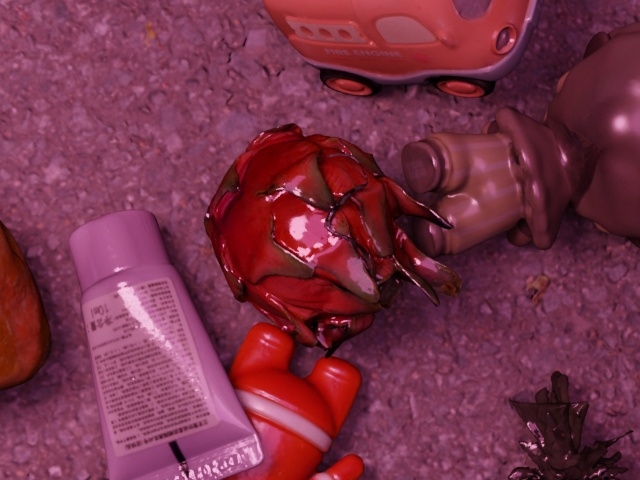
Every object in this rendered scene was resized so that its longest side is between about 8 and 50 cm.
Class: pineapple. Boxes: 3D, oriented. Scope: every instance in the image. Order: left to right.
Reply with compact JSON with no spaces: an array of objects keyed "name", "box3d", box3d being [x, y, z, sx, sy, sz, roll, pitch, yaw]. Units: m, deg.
[{"name":"pineapple","box3d":[0.236,0.290,1.509,0.169,0.169,0.341,12,74,-5]}]

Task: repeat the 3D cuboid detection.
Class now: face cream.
[{"name":"face cream","box3d":[-0.162,0.109,1.483,0.154,0.096,0.274,-20,74,5]}]

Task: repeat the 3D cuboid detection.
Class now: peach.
[{"name":"peach","box3d":[-0.358,0.054,1.436,0.235,0.214,0.214,25,80,-22]}]

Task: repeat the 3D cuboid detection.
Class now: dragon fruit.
[{"name":"dragon fruit","box3d":[0.000,0.000,1.475,0.274,0.193,0.192,36,91,40]}]

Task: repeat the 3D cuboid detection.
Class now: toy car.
[{"name":"toy car","box3d":[0.069,-0.256,1.497,0.270,0.212,0.181,5,77,30]}]

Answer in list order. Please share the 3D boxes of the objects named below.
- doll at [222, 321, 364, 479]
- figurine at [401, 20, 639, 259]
[{"name":"doll","box3d":[-0.079,0.251,1.501,0.199,0.105,0.336,26,72,-4]},{"name":"figurine","box3d":[0.269,-0.090,1.533,0.380,0.203,0.248,-16,88,-8]}]
